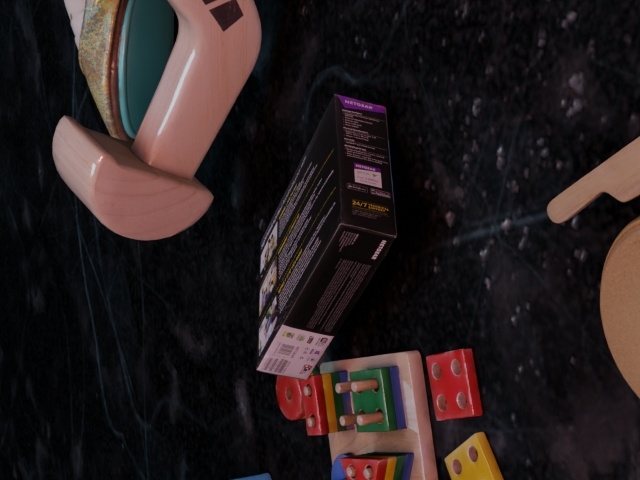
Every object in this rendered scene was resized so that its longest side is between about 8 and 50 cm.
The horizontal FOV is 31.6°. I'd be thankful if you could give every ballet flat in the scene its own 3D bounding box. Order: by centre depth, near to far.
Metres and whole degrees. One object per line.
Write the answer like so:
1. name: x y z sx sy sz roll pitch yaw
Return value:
1. ballet flat: -0.201 -0.274 1.129 0.123 0.123 0.349 32 118 55

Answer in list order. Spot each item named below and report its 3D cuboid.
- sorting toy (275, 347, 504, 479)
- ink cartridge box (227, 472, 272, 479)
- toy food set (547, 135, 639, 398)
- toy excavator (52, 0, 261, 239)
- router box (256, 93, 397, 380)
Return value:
1. sorting toy: 0.034 0.154 0.847 0.274 0.046 0.132 -17 79 59
2. ink cartridge box: -0.161 0.354 0.986 0.198 0.270 0.197 65 144 34
3. toy food set: 0.195 0.041 0.569 0.132 0.038 0.192 -40 70 61
4. toy excavator: -0.095 -0.256 0.852 0.222 0.433 0.445 41 171 42
5. router box: 0.000 0.000 0.849 0.179 0.046 0.133 120 157 -44
